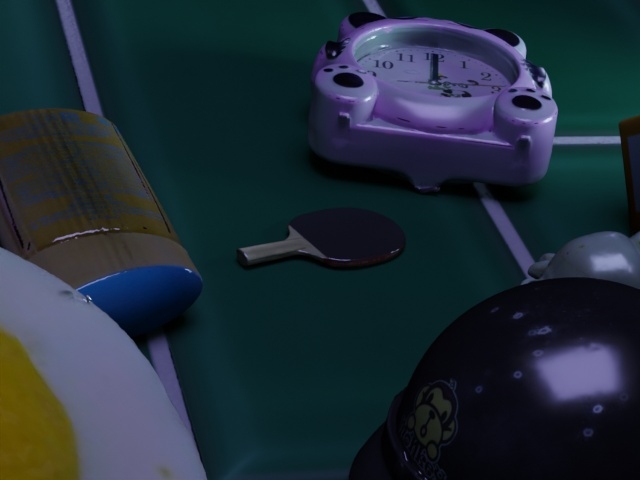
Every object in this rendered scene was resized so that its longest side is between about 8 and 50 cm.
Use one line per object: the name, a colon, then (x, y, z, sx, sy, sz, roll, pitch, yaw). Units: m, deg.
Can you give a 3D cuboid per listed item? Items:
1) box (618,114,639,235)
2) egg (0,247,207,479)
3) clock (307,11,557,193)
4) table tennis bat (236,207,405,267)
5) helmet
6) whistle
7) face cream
box: (0.459, -0.079, 1.497, 0.264, 0.115, 0.415, -4, -3, -20)
egg: (-0.240, 0.159, 1.064, 0.337, 0.201, 0.337, 20, 44, -21)
clock: (0.104, -0.139, 1.748, 0.227, 0.090, 0.248, 8, 29, -1)
table tennis bat: (0.000, 0.000, 1.564, 0.156, 0.013, 0.087, -11, 37, -30)
helmet: (0.164, 0.114, 1.273, 0.279, 0.160, 0.230, -6, 35, -24)
whistle: (0.278, 0.036, 1.489, 0.244, 0.092, 0.110, -2, 28, -10)
face cream: (-0.192, -0.015, 1.491, 0.139, 0.067, 0.285, -6, 33, -20)
